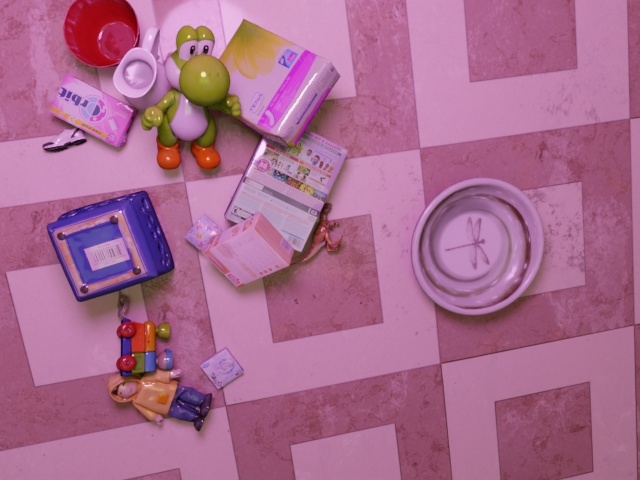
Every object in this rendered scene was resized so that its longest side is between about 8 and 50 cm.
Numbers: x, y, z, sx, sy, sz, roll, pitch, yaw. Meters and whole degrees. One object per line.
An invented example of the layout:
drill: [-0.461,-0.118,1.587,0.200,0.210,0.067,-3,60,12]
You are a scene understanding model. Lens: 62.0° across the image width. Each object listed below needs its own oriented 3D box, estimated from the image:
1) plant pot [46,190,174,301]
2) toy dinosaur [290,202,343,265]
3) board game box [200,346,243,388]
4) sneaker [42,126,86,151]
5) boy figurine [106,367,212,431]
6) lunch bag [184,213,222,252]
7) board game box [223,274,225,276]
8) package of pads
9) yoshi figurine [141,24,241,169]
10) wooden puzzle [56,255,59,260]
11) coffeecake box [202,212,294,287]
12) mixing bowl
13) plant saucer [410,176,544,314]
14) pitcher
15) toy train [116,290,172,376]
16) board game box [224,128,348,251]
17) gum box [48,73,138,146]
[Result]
plant pot: [-0.525,0.016,1.337,0.236,0.212,0.235,-18,100,-6]
toy dinosaur: [0.000,0.000,1.508,0.112,0.064,0.211,23,86,6]
board game box: [-0.284,0.368,1.537,0.090,0.020,0.090,-33,104,-2]
sneaker: [-0.658,-0.259,1.364,0.109,0.040,0.043,-20,86,-9]
boy figurine: [-0.449,0.428,1.487,0.285,0.092,0.177,26,101,-15]
lunch bag: [-0.316,-0.021,1.449,0.071,0.053,0.083,40,101,-11]
board game box: [-0.206,0.034,1.488,0.154,0.026,0.103,-13,101,-7]
package of pads: [-0.133,-0.385,1.323,0.297,0.101,0.229,35,93,25]
yoshi figurine: [-0.296,-0.307,1.244,0.203,0.203,0.362,27,136,7]
wooden puzzle: [-0.673,0.052,1.427,0.049,0.006,0.083,-25,103,-4]
coffeecake box: [-0.187,0.029,1.381,0.186,0.068,0.142,-24,122,30]
mixing bowl: [-0.516,-0.502,1.300,0.182,0.098,0.181,0,93,2]
plant saucer: [0.444,0.015,1.552,0.401,0.100,0.400,-2,99,-9]
pitcher: [-0.416,-0.409,1.284,0.126,0.207,0.177,24,90,-9]
toy train: [-0.478,0.241,1.456,0.144,0.105,0.247,2,76,-26]
board game box: [-0.093,-0.153,1.426,0.224,0.097,0.303,26,91,-12]
gum box: [-0.567,-0.325,1.349,0.189,0.062,0.107,27,95,-12]
